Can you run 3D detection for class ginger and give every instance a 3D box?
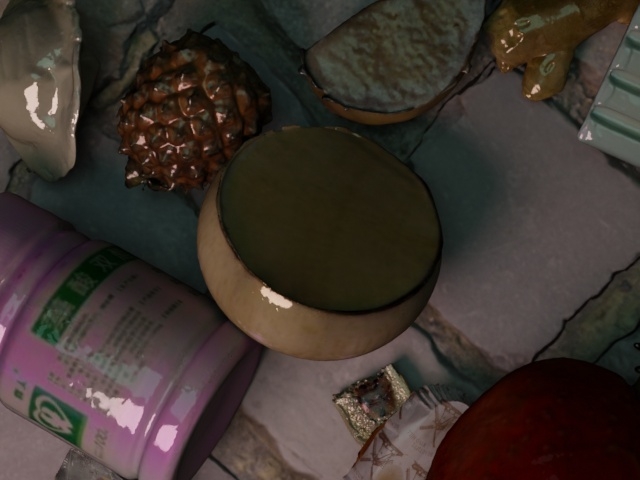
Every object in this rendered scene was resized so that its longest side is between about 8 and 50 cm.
[{"bbox_3d":[0.310,-0.278,1.335,0.299,0.065,0.118,-40,99,7],"label":"ginger"}]

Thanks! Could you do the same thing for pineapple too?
[{"bbox_3d":[-0.150,-0.128,1.350,0.193,0.166,0.166,-45,81,10],"label":"pineapple"}]

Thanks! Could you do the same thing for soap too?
[{"bbox_3d":[0.420,-0.125,1.280,0.265,0.087,0.160,25,107,10],"label":"soap"}]

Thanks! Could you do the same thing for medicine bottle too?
[{"bbox_3d":[-0.246,0.108,1.323,0.325,0.212,0.212,29,91,11],"label":"medicine bottle"}]

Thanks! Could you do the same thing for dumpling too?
[{"bbox_3d":[-0.304,-0.191,1.385,0.166,0.126,0.216,-8,60,47],"label":"dumpling"}]

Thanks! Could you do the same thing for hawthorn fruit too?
[{"bbox_3d":[0.241,0.245,1.216,0.265,0.265,0.307,30,87,10],"label":"hawthorn fruit"}]

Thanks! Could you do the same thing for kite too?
[{"bbox_3d":[-0.180,0.306,1.362,0.245,0.141,0.015,19,46,4],"label":"kite"}]

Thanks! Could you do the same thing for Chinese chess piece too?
[{"bbox_3d":[0.000,0.000,1.285,0.257,0.104,0.257,9,53,-12],"label":"Chinese chess piece"}]

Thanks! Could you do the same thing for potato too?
[{"bbox_3d":[0.102,-0.212,1.349,0.243,0.098,0.138,-38,85,-2],"label":"potato"}]

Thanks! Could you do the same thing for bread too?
[{"bbox_3d":[0.062,0.182,1.357,0.083,0.035,0.070,-28,84,3],"label":"bread"}]

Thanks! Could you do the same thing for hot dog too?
[{"bbox_3d":[0.092,0.236,1.328,0.099,0.053,0.192,34,97,-17],"label":"hot dog"}]

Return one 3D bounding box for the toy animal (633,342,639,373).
[{"bbox_3d":[0.438,0.208,1.271,0.260,0.087,0.243,14,86,7],"label":"toy animal"}]
